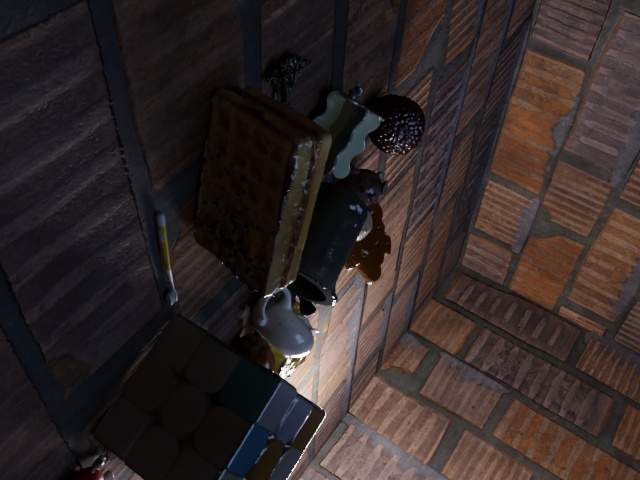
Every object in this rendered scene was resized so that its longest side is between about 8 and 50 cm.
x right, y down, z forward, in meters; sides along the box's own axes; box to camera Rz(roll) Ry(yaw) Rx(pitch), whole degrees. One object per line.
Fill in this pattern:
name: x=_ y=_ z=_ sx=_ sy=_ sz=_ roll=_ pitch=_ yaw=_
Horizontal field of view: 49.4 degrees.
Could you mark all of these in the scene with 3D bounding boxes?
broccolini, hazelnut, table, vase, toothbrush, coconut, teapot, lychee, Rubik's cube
broccolini: x=-0.107 y=-0.289 z=1.545 sx=0.123 sy=0.062 sz=0.272 roll=0 pitch=120 yaw=-56
hazelnut: x=-0.193 y=0.343 z=2.003 sx=0.143 sy=0.154 sz=0.143 roll=-12 pitch=115 yaw=-26
table: x=0.045 y=-0.269 z=1.789 sx=0.198 sy=0.166 sz=0.166 roll=-58 pitch=161 yaw=13
vase: x=0.000 y=0.000 z=1.915 sx=0.291 sy=0.244 sz=0.245 roll=-61 pitch=160 yaw=-17
toothbrush: x=-0.330 y=0.045 z=1.484 sx=0.288 sy=0.021 sz=0.024 roll=95 pitch=21 yaw=-47
coconut: x=0.104 y=-0.050 z=2.084 sx=0.110 sy=0.124 sz=0.110 roll=-14 pitch=122 yaw=-24
teapot: x=-0.103 y=0.231 z=1.985 sx=0.165 sy=0.208 sz=0.300 roll=-31 pitch=143 yaw=-11
lychee: x=0.213 y=-0.348 z=2.059 sx=0.188 sy=0.188 sz=0.188 roll=-49 pitch=156 yaw=-30
Rubik's cube: x=-0.250 y=0.438 z=1.663 sx=0.347 sy=0.346 sz=0.344 roll=-55 pitch=151 yaw=-13

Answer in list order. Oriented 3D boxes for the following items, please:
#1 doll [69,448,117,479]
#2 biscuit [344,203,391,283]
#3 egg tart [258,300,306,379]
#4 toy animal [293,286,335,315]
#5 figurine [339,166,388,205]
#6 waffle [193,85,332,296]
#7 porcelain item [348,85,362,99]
doll: x=-0.540 y=0.579 z=1.603 sx=0.217 sy=0.085 sz=0.183 roll=-59 pitch=170 yaw=-65
biscuit: x=0.101 y=-0.019 z=2.190 sx=0.306 sy=0.043 sz=0.284 roll=19 pitch=66 yaw=-34
egg tart: x=-0.117 y=0.342 z=2.232 sx=0.315 sy=0.120 sz=0.315 roll=-50 pitch=157 yaw=-30
toy animal: x=-0.039 y=0.122 z=2.097 sx=0.116 sy=0.218 sz=0.180 roll=-34 pitch=106 yaw=-28
figurine: x=0.129 y=-0.167 z=2.130 sx=0.125 sy=0.138 sz=0.125 roll=-43 pitch=148 yaw=-35
waffle: x=-0.135 y=-0.100 z=1.424 sx=0.114 sy=0.261 sz=0.376 roll=-26 pitch=141 yaw=-45
porcelain item: x=0.066 y=-0.369 z=1.884 sx=0.136 sy=0.021 sz=0.075 roll=-59 pitch=155 yaw=-6
